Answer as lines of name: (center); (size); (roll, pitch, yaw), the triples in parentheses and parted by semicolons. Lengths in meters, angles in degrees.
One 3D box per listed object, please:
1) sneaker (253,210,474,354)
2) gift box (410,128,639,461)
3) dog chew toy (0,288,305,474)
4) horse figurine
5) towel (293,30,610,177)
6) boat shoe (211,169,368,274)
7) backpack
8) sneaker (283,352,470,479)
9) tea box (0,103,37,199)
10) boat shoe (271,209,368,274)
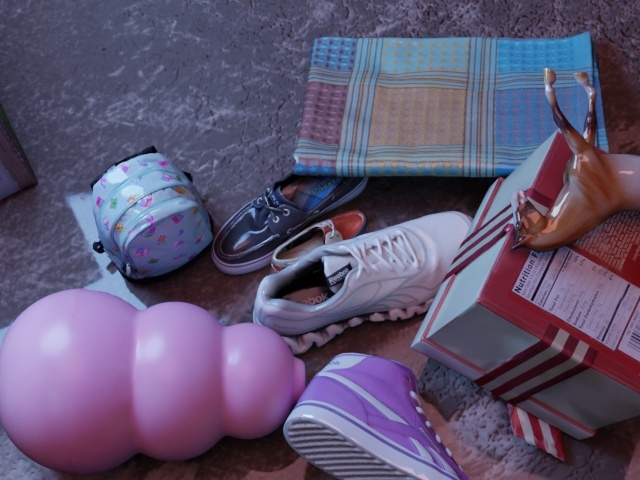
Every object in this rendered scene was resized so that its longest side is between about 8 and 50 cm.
sneaker: (0.057, 0.039, 1.462); (0.292, 0.118, 0.110); (-24, 64, -7)
gift box: (0.275, 0.075, 1.353); (0.276, 0.258, 0.255); (34, 70, -2)
dog chew toy: (-0.183, 0.156, 1.395); (0.332, 0.206, 0.206); (0, 66, -3)
horse figurine: (0.307, -0.081, 1.230); (0.263, 0.066, 0.174); (-3, 86, -19)
towel: (0.162, -0.171, 1.536); (0.370, 0.040, 0.271); (1, 43, 6)
boat shoe: (-0.038, -0.044, 1.529); (0.229, 0.076, 0.080); (-31, 66, -8)
backpack: (-0.197, -0.029, 1.481); (0.152, 0.182, 0.115); (-38, 68, -12)
sneaker: (0.112, 0.227, 1.382); (0.282, 0.102, 0.161); (38, 42, 0)
tea box: (-0.541, -0.214, 1.519); (0.220, 0.329, 0.323); (-26, 67, -7)
boat shoe: (0.000, 0.000, 1.522); (0.137, 0.043, 0.049); (-30, 62, -13)
